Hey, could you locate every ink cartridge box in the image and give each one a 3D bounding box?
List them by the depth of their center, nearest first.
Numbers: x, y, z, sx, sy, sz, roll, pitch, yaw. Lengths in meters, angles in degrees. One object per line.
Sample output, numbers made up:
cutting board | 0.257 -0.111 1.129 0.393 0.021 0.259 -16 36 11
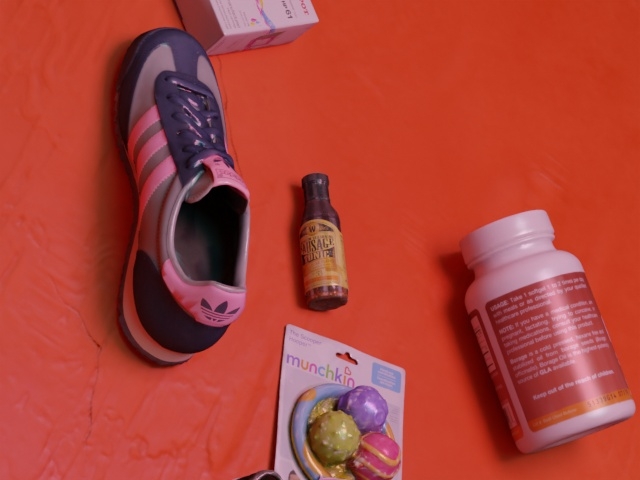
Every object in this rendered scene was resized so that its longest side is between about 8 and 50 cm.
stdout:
ink cartridge box | -0.073 -0.230 1.693 0.122 0.052 0.088 -14 78 -42

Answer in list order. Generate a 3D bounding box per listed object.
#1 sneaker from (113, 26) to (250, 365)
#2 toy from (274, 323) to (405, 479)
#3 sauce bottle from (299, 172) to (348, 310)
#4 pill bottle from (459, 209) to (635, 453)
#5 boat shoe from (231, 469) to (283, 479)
sneaker | -0.104 -0.059 1.533 0.112 0.131 0.319 10 63 -33
toy | 0.029 0.192 1.565 0.137 0.056 0.237 24 56 -29
sauce bottle | 0.000 0.000 1.646 0.042 0.042 0.128 8 62 -35
pill bottle | 0.212 0.086 1.712 0.121 0.121 0.216 -9 75 -40
boat shoe | -0.071 0.288 1.431 0.078 0.070 0.219 24 56 -27
